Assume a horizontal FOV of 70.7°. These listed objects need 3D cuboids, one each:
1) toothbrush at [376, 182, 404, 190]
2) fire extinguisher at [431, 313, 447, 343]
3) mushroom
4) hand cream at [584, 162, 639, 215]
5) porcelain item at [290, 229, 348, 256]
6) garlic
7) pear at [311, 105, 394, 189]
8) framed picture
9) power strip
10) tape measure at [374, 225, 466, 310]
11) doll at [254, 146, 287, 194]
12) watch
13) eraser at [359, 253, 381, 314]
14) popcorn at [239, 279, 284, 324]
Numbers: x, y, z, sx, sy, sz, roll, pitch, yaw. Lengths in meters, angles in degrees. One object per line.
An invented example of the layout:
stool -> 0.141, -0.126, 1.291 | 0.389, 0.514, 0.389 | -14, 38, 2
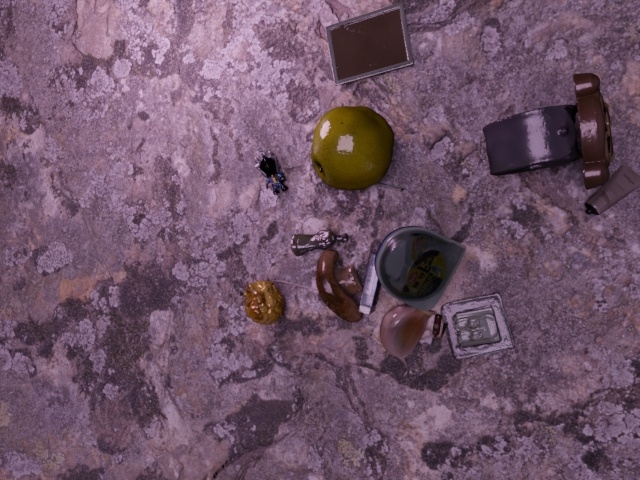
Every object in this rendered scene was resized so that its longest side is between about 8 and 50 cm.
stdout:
toothbrush -> 0.163, -0.220, 1.648 | 0.294, 0.026, 0.028 | 13, 113, 18
fire extinguisher -> 0.412, 0.308, 1.562 | 0.046, 0.032, 0.100 | 8, 102, 17
mushroom -> 0.056, 0.170, 1.620 | 0.156, 0.151, 0.285 | -27, 82, 18
hand cream -> 0.898, -0.147, 1.394 | 0.186, 0.054, 0.087 | -43, 82, 7
porcelain item -> 0.000, 0.000, 1.681 | 0.216, 0.069, 0.081 | -10, 53, 17
garlic -> 0.274, 0.339, 1.589 | 0.148, 0.128, 0.266 | 28, 110, 28
pear -> 0.105, -0.312, 1.536 | 0.294, 0.294, 0.294 | 0, 90, 18
framed picture -> 0.175, -0.710, 1.645 | 0.296, 0.019, 0.232 | -9, 88, 18
power strip -> 0.521, 0.290, 1.511 | 0.213, 0.064, 0.198 | -18, 85, 18
tape measure -> 0.314, 0.077, 1.491 | 0.262, 0.138, 0.259 | 26, 94, -8
doll -> -0.195, -0.273, 1.745 | 0.096, 0.070, 0.195 | -26, 89, 1
watch -> 0.675, -0.296, 1.358 | 0.327, 0.335, 0.314 | -7, 94, 37
eraser -> 0.188, 0.152, 1.606 | 0.046, 0.092, 0.212 | 14, 95, 19
popcorn -> -0.220, 0.233, 1.709 | 0.170, 0.180, 0.180 | 1, 91, -15
